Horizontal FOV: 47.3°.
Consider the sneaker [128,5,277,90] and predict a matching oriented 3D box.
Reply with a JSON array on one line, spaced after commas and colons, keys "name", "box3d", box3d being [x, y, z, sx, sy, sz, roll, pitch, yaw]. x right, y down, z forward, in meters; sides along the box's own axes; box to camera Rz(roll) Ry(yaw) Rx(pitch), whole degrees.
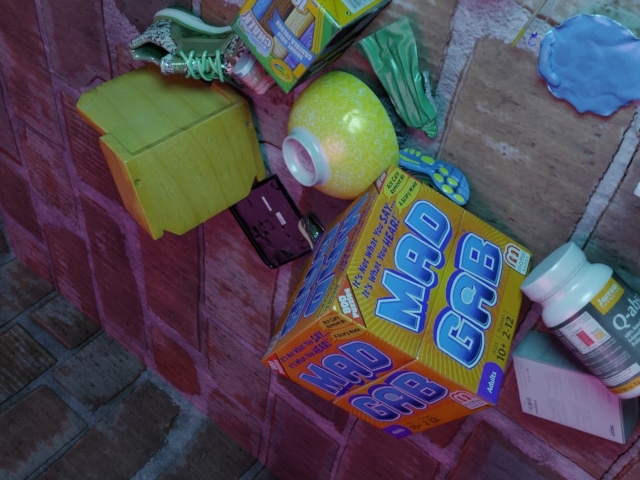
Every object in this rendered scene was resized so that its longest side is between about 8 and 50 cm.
[{"name": "sneaker", "box3d": [-0.278, -0.411, 1.687, 0.410, 0.182, 0.158, 22, 139, 29]}]

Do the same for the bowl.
[{"name": "bowl", "box3d": [0.013, -0.199, 1.554, 0.289, 0.156, 0.289, 39, 146, 33]}]

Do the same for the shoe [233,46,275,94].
[{"name": "shoe", "box3d": [-0.109, -0.398, 1.555, 0.063, 0.178, 0.081, 14, 158, 50]}]

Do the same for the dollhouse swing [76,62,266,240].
[{"name": "dollhouse swing", "box3d": [-0.387, -0.240, 1.840, 0.305, 0.347, 0.315, 27, 141, 42]}]

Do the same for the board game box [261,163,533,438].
[{"name": "board game box", "box3d": [0.155, 0.141, 1.507, 0.356, 0.356, 0.356, 31, 146, -10]}]

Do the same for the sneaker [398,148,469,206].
[{"name": "sneaker", "box3d": [0.231, -0.125, 1.518, 0.188, 0.067, 0.078, 33, 150, 29]}]

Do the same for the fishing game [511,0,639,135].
[{"name": "fishing game", "box3d": [0.437, -0.279, 1.163, 0.264, 0.041, 0.189, 36, 151, 9]}]

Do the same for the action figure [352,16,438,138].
[{"name": "action figure", "box3d": [0.168, -0.301, 1.412, 0.137, 0.063, 0.232, -12, 110, 49]}]

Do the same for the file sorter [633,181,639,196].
[{"name": "file sorter", "box3d": [0.624, -0.102, 0.996, 0.278, 0.193, 0.173, 33, 139, 21]}]

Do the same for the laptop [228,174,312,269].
[{"name": "laptop", "box3d": [-0.144, -0.053, 2.033, 0.264, 0.136, 0.234, -25, 105, 28]}]

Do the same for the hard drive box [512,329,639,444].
[{"name": "hard drive box", "box3d": [0.544, 0.310, 1.561, 0.232, 0.089, 0.181, 13, 132, 41]}]

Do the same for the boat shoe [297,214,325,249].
[{"name": "boat shoe", "box3d": [0.000, 0.000, 1.888, 0.152, 0.056, 0.049, 49, 151, 0]}]

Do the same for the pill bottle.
[{"name": "pill bottle", "box3d": [0.520, 0.145, 1.367, 0.278, 0.162, 0.162, 46, 145, 3]}]

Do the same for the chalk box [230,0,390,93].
[{"name": "chalk box", "box3d": [-0.035, -0.425, 1.414, 0.179, 0.180, 0.289, 51, 144, -3]}]
